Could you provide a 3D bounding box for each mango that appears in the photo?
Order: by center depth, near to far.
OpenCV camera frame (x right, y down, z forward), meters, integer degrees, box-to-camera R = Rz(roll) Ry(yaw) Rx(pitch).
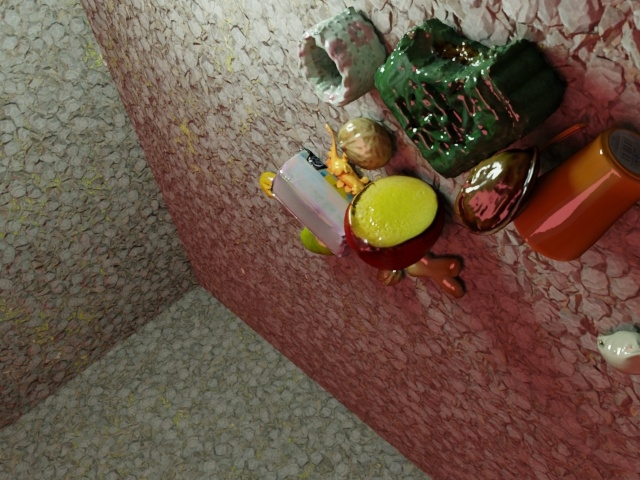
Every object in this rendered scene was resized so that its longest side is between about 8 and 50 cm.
[{"bbox_3d":[-0.002,-0.006,2.076,0.163,0.089,0.117,12,127,36],"label":"mango"},{"bbox_3d":[-0.159,-0.195,2.102,0.187,0.066,0.101,39,144,13],"label":"mango"}]

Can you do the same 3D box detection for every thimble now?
[{"bbox_3d":[0.050,-0.446,1.355,0.185,0.149,0.211,28,145,43],"label":"thimble"}]

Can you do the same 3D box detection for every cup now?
[{"bbox_3d":[0.497,-0.106,1.077,0.226,0.182,0.264,64,151,21],"label":"cup"}]

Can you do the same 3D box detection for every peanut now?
[{"bbox_3d":[0.124,-0.263,1.517,0.159,0.109,0.140,39,165,-2],"label":"peanut"}]

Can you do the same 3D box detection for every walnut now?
[{"bbox_3d":[0.231,0.115,1.859,0.079,0.082,0.096,25,155,-10],"label":"walnut"}]

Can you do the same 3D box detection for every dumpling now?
[{"bbox_3d":[0.718,0.269,1.256,0.134,0.100,0.169,38,156,-5],"label":"dumpling"}]

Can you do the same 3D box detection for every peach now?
[{"bbox_3d":[0.194,-0.032,1.511,0.249,0.275,0.245,28,143,49],"label":"peach"}]

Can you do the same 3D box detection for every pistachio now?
[{"bbox_3d":[0.347,-0.103,1.086,0.131,0.165,0.210,20,128,-26],"label":"pistachio"}]

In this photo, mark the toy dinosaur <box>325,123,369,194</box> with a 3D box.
[{"bbox_3d":[0.070,-0.216,1.710,0.288,0.070,0.117,58,154,-2],"label":"toy dinosaur"}]

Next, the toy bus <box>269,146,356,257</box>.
[{"bbox_3d":[0.011,-0.109,1.830,0.386,0.162,0.171,45,152,13],"label":"toy bus"}]

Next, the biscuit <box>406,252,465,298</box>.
[{"bbox_3d":[0.338,0.082,1.679,0.208,0.047,0.164,27,144,41],"label":"biscuit"}]

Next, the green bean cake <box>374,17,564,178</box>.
[{"bbox_3d":[0.282,-0.309,1.137,0.308,0.169,0.300,53,154,1],"label":"green bean cake"}]
